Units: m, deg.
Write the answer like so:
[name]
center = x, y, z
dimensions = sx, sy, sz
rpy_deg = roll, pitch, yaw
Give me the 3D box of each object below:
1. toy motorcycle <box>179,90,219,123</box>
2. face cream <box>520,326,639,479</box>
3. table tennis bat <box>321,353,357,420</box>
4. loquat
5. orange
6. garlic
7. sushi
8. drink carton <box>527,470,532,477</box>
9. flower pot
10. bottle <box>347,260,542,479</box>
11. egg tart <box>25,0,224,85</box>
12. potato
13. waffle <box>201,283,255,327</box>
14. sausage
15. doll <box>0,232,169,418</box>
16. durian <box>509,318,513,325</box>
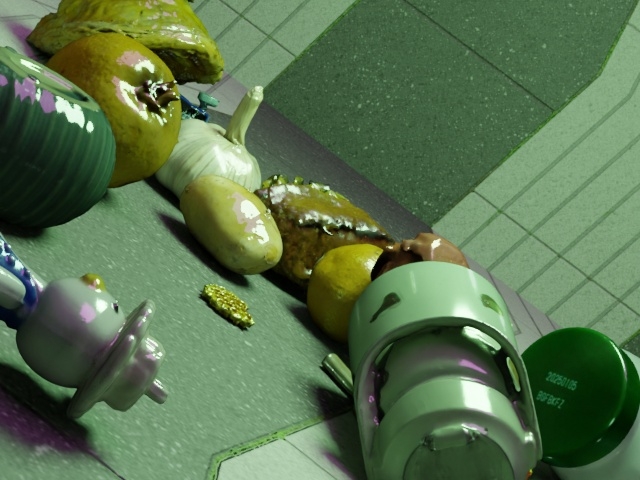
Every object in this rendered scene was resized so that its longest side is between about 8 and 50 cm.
[toy motorcycle]
center = -0.283, -0.243, 2.247
dimensions = 0.169, 0.113, 0.315
rpy_deg = 25, 3, -12
[face cream]
center = 0.459, 0.301, 1.909
dimensions = 0.357, 0.219, 0.312
rpy_deg = 36, 22, -40
[table tennis bat]
center = 0.082, 0.230, 1.565
dimensions = 0.246, 0.022, 0.138
rpy_deg = 45, 14, 34
[loquat]
center = -0.284, -0.170, 1.641
dimensions = 0.208, 0.208, 0.208
rpy_deg = 36, 10, -7
[orange]
center = 0.048, 0.076, 1.801
dimensions = 0.134, 0.156, 0.156
rpy_deg = 32, 9, 5
[garlic]
center = -0.154, -0.154, 1.938
dimensions = 0.199, 0.226, 0.199
rpy_deg = 32, 15, -10
[sushi]
center = -0.002, -0.002, 1.938
dimensions = 0.296, 0.166, 0.179
rpy_deg = 7, 11, -29
[drink carton]
center = 0.240, 0.298, 1.648
dimensions = 0.056, 0.071, 0.165
rpy_deg = 34, 11, -2
[flower pot]
center = -0.334, -0.114, 1.328
dimensions = 0.243, 0.157, 0.189
rpy_deg = 26, 16, -41
[bottle]
center = 0.136, 0.182, 1.412
dimensions = 0.229, 0.229, 0.351
rpy_deg = 34, 22, -16
[egg tart]
center = -0.330, -0.376, 2.220
dimensions = 0.339, 0.153, 0.351
rpy_deg = 12, -2, -29
[potato]
center = -0.126, -0.021, 1.756
dimensions = 0.178, 0.109, 0.118
rpy_deg = 48, -8, 27
[waffle]
center = -0.118, 0.082, 1.572
dimensions = 0.078, 0.016, 0.085
rpy_deg = 35, 9, -10
[sausage]
center = 0.157, 0.129, 1.685
dimensions = 0.152, 0.152, 0.279
rpy_deg = -18, 91, -78
[doll]
center = -0.245, 0.047, 0.996
dimensions = 0.293, 0.119, 0.138
rpy_deg = 35, -13, -9
[durian]
center = 0.226, 0.203, 1.904
dimensions = 0.132, 0.106, 0.375
rpy_deg = 32, 31, 3
